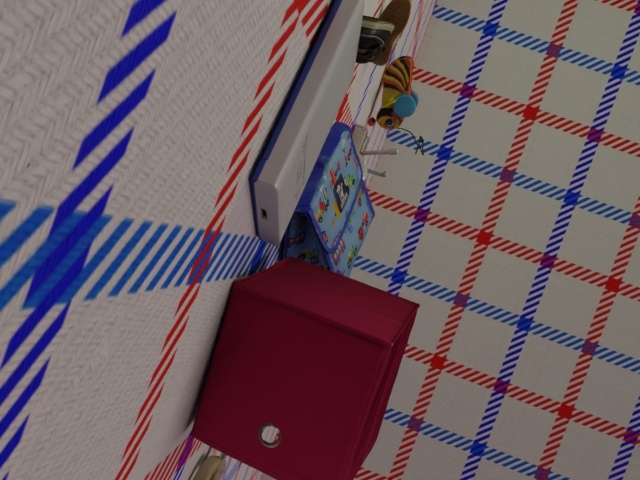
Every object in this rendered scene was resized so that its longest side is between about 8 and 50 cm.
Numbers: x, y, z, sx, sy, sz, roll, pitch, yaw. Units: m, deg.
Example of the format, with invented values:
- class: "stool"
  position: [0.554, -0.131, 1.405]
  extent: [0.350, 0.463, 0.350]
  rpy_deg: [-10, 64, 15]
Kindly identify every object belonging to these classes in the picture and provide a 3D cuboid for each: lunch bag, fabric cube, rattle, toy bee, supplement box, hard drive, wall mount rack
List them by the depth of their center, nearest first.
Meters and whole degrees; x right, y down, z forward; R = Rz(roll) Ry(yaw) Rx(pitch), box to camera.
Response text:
- class: "hard drive"
  position: [-0.017, -0.172, 0.973]
  extent: [0.210, 0.040, 0.319]
  rpy_deg: [97, 15, -69]
- class: "fabric cube"
  position: [-0.013, 0.203, 1.072]
  extent: [0.259, 0.254, 0.258]
  rpy_deg: [-22, 132, -71]
- class: "rattle"
  position: [-0.174, 0.464, 1.287]
  extent: [0.200, 0.142, 0.130]
  rpy_deg: [-47, 139, -61]
- class: "lunch bag"
  position: [0.005, -0.069, 1.296]
  extent: [0.293, 0.138, 0.221]
  rpy_deg: [81, 29, -54]
- class: "supplement box"
  position: [0.095, -0.255, 1.803]
  extent: [0.062, 0.036, 0.099]
  rpy_deg: [65, 45, -83]
- class: "toy bee"
  position: [0.221, -0.408, 2.075]
  extent: [0.195, 0.162, 0.299]
  rpy_deg: [-11, 97, -74]
- class: "wall mount rack"
  position: [0.136, -0.160, 2.075]
  extent: [0.304, 0.130, 0.350]
  rpy_deg: [75, 35, -81]

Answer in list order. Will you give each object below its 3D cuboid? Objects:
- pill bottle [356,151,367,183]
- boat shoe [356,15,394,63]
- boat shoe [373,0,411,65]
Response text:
- class: "pill bottle"
  position: [0.072, -0.157, 1.683]
  extent: [0.152, 0.086, 0.086]
  rpy_deg: [98, 14, -65]
- class: "boat shoe"
  position: [0.077, -0.331, 1.120]
  extent: [0.223, 0.080, 0.074]
  rpy_deg: [-67, 171, -76]
- class: "boat shoe"
  position: [0.157, -0.478, 1.510]
  extent: [0.059, 0.062, 0.170]
  rpy_deg: [-68, -176, -47]
